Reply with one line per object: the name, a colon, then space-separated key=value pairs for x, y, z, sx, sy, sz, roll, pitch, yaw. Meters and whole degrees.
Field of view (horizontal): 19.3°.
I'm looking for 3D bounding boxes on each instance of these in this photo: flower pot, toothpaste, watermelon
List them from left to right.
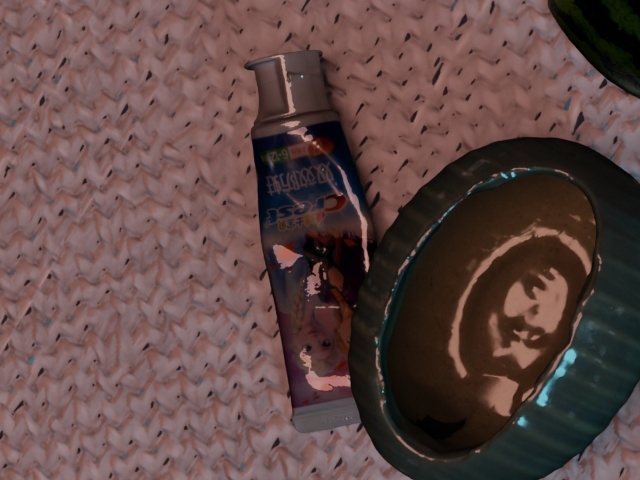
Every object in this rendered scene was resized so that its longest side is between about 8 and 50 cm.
toothpaste: x=0.000 y=0.000 z=1.330 sx=0.096 sy=0.061 sz=0.266 roll=-12 pitch=90 yaw=18
flower pot: x=0.121 y=0.049 z=1.225 sx=0.189 sy=0.157 sz=0.243 roll=34 pitch=100 yaw=19
watermelon: x=0.224 y=-0.148 z=1.224 sx=0.145 sy=0.137 sz=0.193 roll=-25 pitch=122 yaw=16
